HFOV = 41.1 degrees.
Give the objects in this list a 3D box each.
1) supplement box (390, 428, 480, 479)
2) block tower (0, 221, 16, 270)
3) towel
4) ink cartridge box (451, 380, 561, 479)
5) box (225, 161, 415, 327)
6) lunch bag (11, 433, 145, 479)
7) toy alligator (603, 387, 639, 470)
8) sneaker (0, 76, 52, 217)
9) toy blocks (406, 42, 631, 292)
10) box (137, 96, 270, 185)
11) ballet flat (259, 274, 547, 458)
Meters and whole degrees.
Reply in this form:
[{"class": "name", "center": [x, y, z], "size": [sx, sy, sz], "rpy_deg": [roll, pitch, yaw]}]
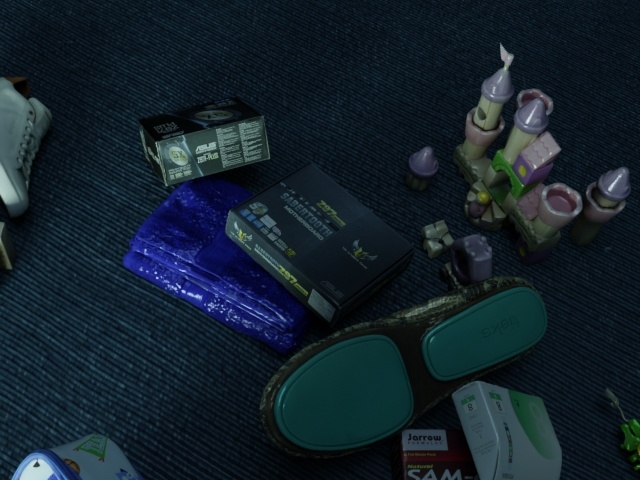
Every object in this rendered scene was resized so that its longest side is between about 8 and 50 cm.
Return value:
[{"class": "supplement box", "center": [0.169, 0.376, 1.139], "size": [0.130, 0.073, 0.240], "rpy_deg": [1, 55, -7]}, {"class": "block tower", "center": [-0.636, 0.018, 1.258], "size": [0.335, 0.091, 0.097], "rpy_deg": [4, 57, -4]}, {"class": "towel", "center": [-0.122, 0.019, 1.335], "size": [0.308, 0.076, 0.228], "rpy_deg": [28, 58, 11]}, {"class": "ink cartridge box", "center": [0.275, 0.310, 1.149], "size": [0.181, 0.056, 0.225], "rpy_deg": [22, 41, -45]}, {"class": "box", "center": [0.000, 0.000, 1.299], "size": [0.232, 0.059, 0.183], "rpy_deg": [42, 51, 19]}, {"class": "lunch bag", "center": [-0.284, 0.379, 0.953], "size": [0.243, 0.303, 0.115], "rpy_deg": [43, 26, 21]}, {"class": "toy alligator", "center": [0.464, 0.304, 1.243], "size": [0.051, 0.056, 0.190], "rpy_deg": [-45, 66, 13]}, {"class": "sneaker", "center": [-0.493, -0.169, 1.392], "size": [0.123, 0.106, 0.290], "rpy_deg": [-16, 59, -15]}, {"class": "toy blocks", "center": [0.311, -0.123, 1.378], "size": [0.308, 0.260, 0.289], "rpy_deg": [-18, 61, -19]}, {"class": "box", "center": [-0.195, -0.168, 1.411], "size": [0.180, 0.078, 0.147], "rpy_deg": [-16, 27, -17]}, {"class": "ballet flat", "center": [0.104, 0.173, 1.208], "size": [0.482, 0.182, 0.164], "rpy_deg": [-20, 95, -28]}]
